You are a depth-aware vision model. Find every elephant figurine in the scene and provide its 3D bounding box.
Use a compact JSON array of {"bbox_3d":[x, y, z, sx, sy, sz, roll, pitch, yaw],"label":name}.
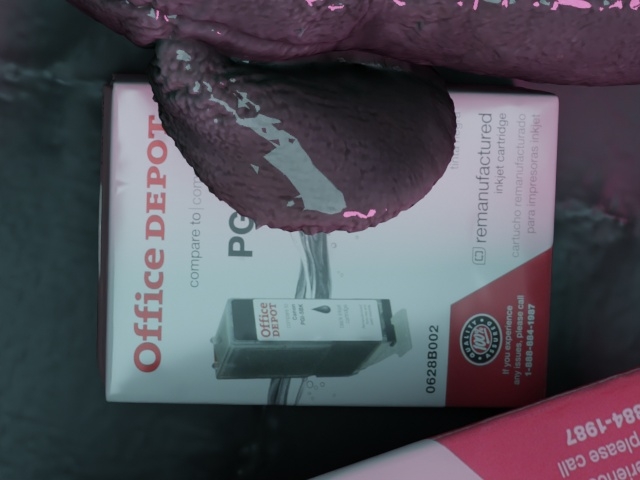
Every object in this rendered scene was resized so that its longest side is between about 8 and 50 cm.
[{"bbox_3d":[0.000,-0.087,0.516,0.239,0.186,0.169,-20,97,-31],"label":"elephant figurine"}]

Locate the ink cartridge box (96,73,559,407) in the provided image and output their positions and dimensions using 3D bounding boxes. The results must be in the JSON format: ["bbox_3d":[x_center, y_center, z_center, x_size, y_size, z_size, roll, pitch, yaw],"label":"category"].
[{"bbox_3d":[0.000,0.000,0.609,0.135,0.056,0.099,1,96,-7],"label":"ink cartridge box"}]

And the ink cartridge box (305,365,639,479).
[{"bbox_3d":[0.065,0.195,0.536,0.207,0.117,0.283,-16,77,-27],"label":"ink cartridge box"}]
